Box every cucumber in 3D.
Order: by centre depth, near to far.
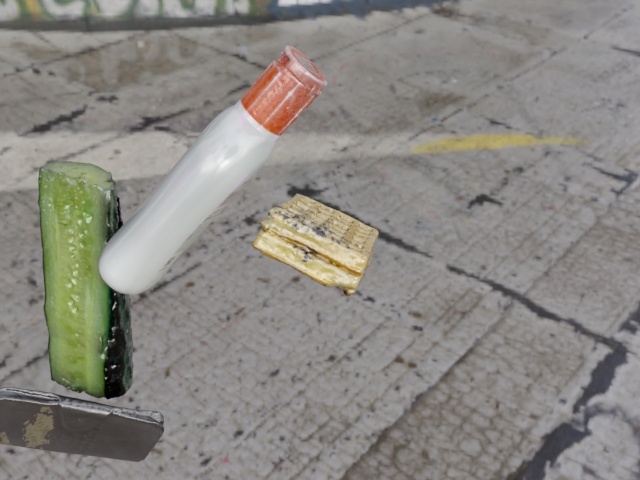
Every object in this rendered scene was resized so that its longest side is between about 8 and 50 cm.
[{"bbox_3d":[-0.200,0.034,0.706,0.078,0.211,0.062,13,23,17],"label":"cucumber"}]

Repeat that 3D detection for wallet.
[{"bbox_3d":[-0.219,0.165,0.702,0.157,0.082,0.018,17,42,-26],"label":"wallet"}]

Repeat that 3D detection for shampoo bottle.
[{"bbox_3d":[-0.082,-0.052,0.606,0.051,0.221,0.108,42,19,-6],"label":"shampoo bottle"}]

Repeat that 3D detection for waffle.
[{"bbox_3d":[0.001,0.000,0.739,0.102,0.042,0.148,27,12,4],"label":"waffle"}]
